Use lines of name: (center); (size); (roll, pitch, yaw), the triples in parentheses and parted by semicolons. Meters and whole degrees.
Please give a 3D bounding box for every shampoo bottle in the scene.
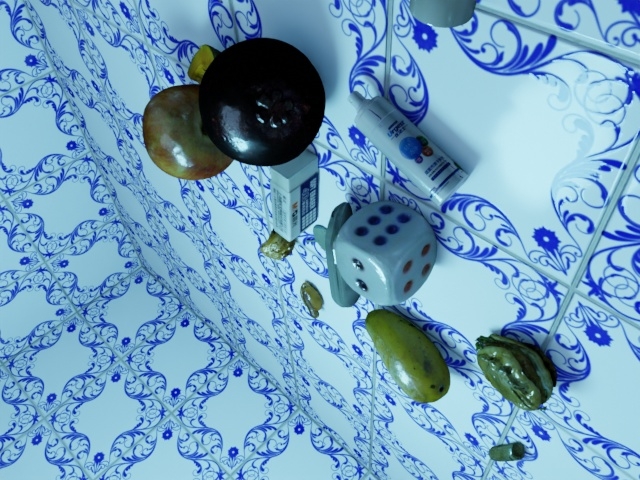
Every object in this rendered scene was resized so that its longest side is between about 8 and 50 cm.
shampoo bottle: (0.172, -0.207, 1.219); (0.303, 0.092, 0.092); (47, 153, 10)

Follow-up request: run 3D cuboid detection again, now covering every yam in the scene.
yam: (0.558, 0.635, 1.730); (0.054, 0.054, 0.132); (47, 154, 7)

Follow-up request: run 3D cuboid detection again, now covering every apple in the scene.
apple: (-0.394, -0.317, 1.719); (0.302, 0.302, 0.301); (37, 150, 26)

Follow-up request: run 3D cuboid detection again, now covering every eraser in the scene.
eraser: (-0.073, -0.128, 1.655); (0.081, 0.124, 0.278); (37, 150, 24)

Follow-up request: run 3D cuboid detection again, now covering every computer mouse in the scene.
computer mouse: (0.079, 0.047, 1.593); (0.095, 0.197, 0.330); (3, 139, 12)

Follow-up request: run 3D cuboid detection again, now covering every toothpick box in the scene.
toothpick box: (0.199, -0.432, 0.874); (0.111, 0.111, 0.180); (38, 152, 24)

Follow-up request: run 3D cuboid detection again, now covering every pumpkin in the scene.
pumpkin: (-0.254, -0.434, 1.546); (0.312, 0.148, 0.169); (60, 139, 39)

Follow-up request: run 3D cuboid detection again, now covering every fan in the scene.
fan: (0.000, 0.000, 1.834); (0.175, 0.005, 0.113); (-5, 121, 57)

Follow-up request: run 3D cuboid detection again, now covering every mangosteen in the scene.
mangosteen: (-0.137, -0.332, 1.348); (0.296, 0.297, 0.313); (83, 177, -46)

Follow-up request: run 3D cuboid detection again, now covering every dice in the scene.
dice: (0.161, 0.031, 1.423); (0.194, 0.193, 0.191); (33, 149, 34)

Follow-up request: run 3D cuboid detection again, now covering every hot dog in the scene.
hot dog: (-0.035, 0.218, 2.104); (0.090, 0.060, 0.140); (29, 150, 45)

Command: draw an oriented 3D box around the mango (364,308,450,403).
mango: (0.254, 0.327, 1.705); (0.176, 0.176, 0.329); (-52, 59, 40)

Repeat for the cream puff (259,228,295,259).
cream puff: (-0.139, 0.011, 1.951); (0.104, 0.119, 0.133); (29, 178, 3)

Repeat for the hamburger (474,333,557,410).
hamburger: (0.475, 0.313, 1.401); (0.183, 0.130, 0.206); (59, 171, -13)
